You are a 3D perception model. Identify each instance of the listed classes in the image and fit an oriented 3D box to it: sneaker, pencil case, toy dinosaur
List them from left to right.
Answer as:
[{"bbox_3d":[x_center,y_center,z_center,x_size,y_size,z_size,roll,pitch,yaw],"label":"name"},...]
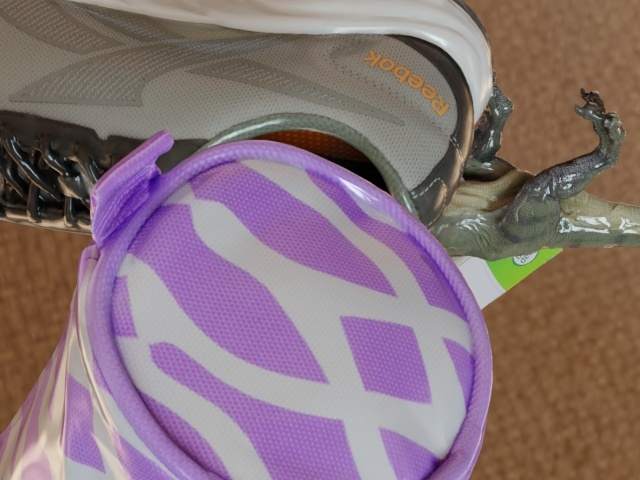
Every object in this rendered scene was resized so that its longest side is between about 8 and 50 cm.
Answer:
[{"bbox_3d":[-0.074,-0.041,0.731,0.271,0.100,0.108,-3,44,13],"label":"sneaker"},{"bbox_3d":[-0.042,0.058,0.427,0.088,0.206,0.086,46,51,3],"label":"pencil case"},{"bbox_3d":[0.112,-0.032,1.070,0.268,0.118,0.064,6,29,2],"label":"toy dinosaur"}]

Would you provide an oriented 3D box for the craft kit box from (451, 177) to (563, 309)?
[{"bbox_3d":[0.000,0.000,1.353,0.246,0.061,0.250,-33,42,-7],"label":"craft kit box"}]
